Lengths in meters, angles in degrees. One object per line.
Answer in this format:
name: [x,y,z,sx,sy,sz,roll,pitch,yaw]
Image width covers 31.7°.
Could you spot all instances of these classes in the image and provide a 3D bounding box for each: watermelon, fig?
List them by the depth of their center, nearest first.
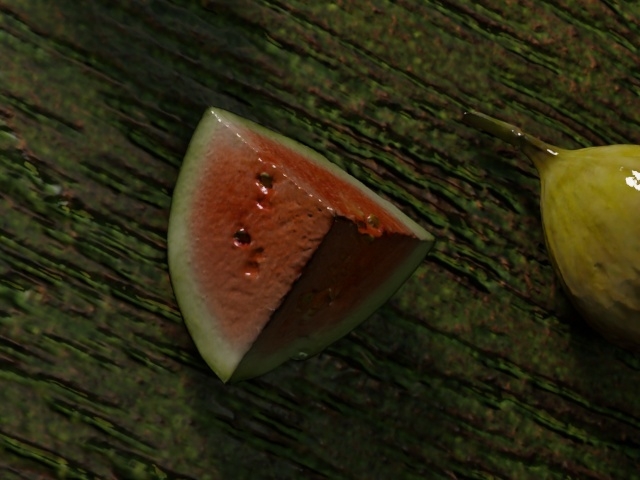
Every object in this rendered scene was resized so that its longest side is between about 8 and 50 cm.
watermelon: [-0.011,0.003,0.802,0.145,0.137,0.193,8,77,-56]
fig: [0.217,-0.025,0.881,0.257,0.159,0.159,37,70,8]
